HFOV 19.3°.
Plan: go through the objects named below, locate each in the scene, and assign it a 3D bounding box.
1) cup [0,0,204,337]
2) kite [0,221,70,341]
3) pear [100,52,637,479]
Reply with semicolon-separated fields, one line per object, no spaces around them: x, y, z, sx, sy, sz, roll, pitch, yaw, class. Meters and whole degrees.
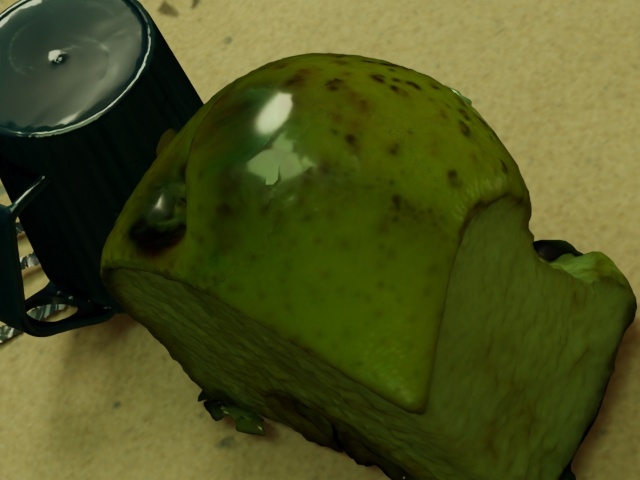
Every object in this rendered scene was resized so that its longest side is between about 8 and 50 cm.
-0.131;-0.038;1.036;0.131;0.155;0.176;20;62;27;cup
-0.220;0.040;1.136;0.245;0.015;0.141;-27;54;8;kite
0.000;0.000;0.907;0.238;0.255;0.164;18;71;38;pear
